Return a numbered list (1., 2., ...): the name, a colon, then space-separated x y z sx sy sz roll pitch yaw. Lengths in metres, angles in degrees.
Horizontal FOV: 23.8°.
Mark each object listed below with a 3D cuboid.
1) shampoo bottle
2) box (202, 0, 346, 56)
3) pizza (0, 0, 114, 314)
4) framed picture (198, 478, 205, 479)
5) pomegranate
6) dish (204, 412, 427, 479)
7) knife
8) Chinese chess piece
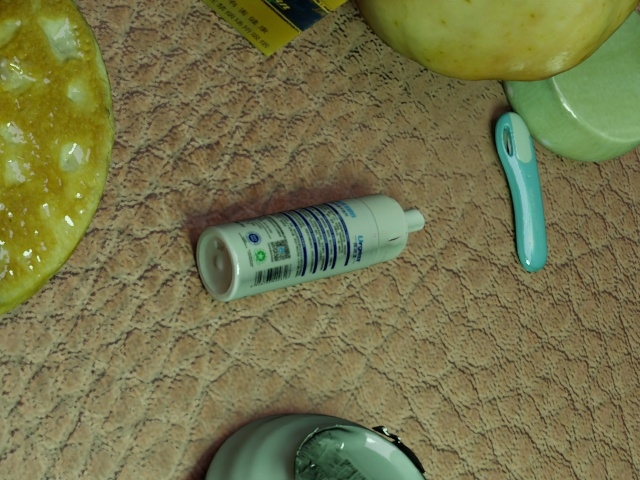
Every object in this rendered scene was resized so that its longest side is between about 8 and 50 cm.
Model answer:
1. shampoo bottle: 0.000 0.000 1.826 0.303 0.092 0.092 -13 83 -35
2. box: -0.050 -0.326 1.807 0.152 0.237 0.070 40 61 -16
3. pizza: -0.350 -0.118 1.628 0.278 0.114 0.408 8 70 -31
4. framed picture: -0.054 0.345 1.673 0.150 0.015 0.203 -4 52 -30
5. pomegranate: 0.214 -0.403 1.899 0.412 0.411 0.411 10 70 -30
6. dish: 0.031 0.299 1.673 0.316 0.106 0.316 18 43 -18
7. knife: 0.272 -0.066 2.056 0.064 0.031 0.222 -2 79 -37
8. Chinese chess piece: 0.371 -0.233 2.126 0.250 0.101 0.250 10 70 -30
